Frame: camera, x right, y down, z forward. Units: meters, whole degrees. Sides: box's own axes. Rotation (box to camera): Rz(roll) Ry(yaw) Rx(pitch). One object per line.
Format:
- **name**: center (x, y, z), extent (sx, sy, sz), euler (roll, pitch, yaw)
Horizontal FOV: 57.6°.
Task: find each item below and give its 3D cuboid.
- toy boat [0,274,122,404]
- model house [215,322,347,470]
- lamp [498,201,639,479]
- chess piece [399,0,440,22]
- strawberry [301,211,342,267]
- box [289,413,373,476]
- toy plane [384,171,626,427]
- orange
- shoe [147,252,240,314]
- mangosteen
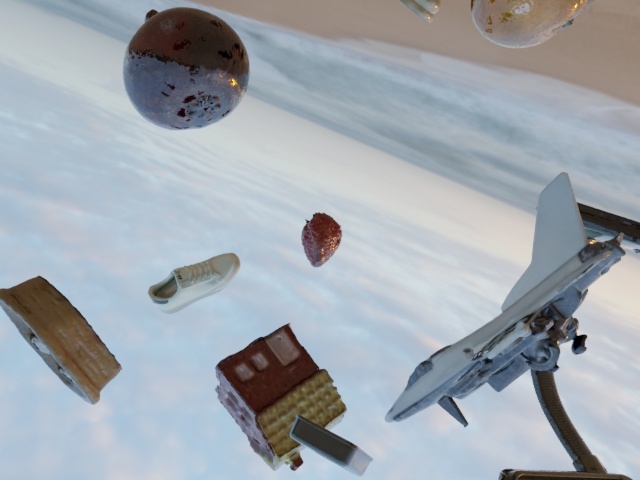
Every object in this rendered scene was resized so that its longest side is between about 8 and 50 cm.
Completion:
- **toy boat**: center (-0.351, 0.126, 0.780), extent (0.116, 0.061, 0.188), euler (2, 128, 50)
- **model house**: center (-0.077, 0.339, 1.224), extent (0.196, 0.160, 0.254), euler (-26, -115, -31)
- **lamp**: center (0.209, 0.095, 0.489), extent (0.203, 0.283, 0.124), euler (13, 174, -43)
- **chess piece**: center (0.250, -0.566, 1.247), extent (0.094, 0.170, 0.094), euler (29, -155, -15)
- **strawberry**: center (0.006, -0.004, 1.635), extent (0.131, 0.131, 0.148), euler (16, -137, -35)
- **box**: center (0.014, 0.263, 0.742), extent (0.091, 0.031, 0.126), euler (21, 160, 24)
- **toy plane**: center (0.128, 0.072, 0.397), extent (0.082, 0.234, 0.160), euler (39, -152, 21)
- **orange**: center (0.381, -0.441, 1.020), extent (0.171, 0.240, 0.240), euler (52, -170, -4)
- **shoe**: center (-0.348, 0.108, 1.596), extent (0.095, 0.265, 0.110), euler (57, -178, 32)
- **mangosteen**: center (-0.262, -0.338, 1.095), extent (0.235, 0.235, 0.261), euler (9, -134, -54)
